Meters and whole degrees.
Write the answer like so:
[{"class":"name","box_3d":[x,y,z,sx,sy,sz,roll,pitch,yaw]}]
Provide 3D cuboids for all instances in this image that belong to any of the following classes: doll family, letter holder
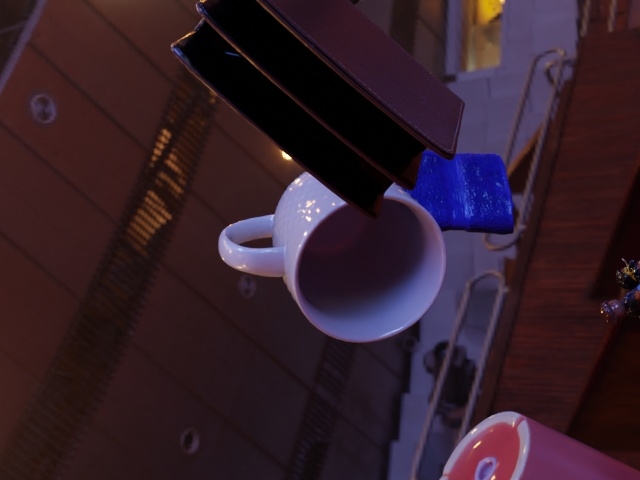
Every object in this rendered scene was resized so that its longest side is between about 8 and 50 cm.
[{"class":"doll family","box_3d":[0.348,0.045,0.963,0.193,0.111,0.076,24,-136,-56]},{"class":"letter holder","box_3d":[-0.007,-0.165,1.012,0.302,0.152,0.214,40,-156,-8]}]

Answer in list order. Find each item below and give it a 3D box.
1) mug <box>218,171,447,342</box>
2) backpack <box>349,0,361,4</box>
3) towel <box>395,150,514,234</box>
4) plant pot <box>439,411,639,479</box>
[{"class":"mug","box_3d":[0.000,0.000,1.711,0.374,0.328,0.276,-5,-69,-14]},{"class":"backpack","box_3d":[0.054,-0.521,1.712,0.188,0.144,0.166,-15,-92,-32]},{"class":"towel","box_3d":[0.266,-0.117,2.050,0.076,0.308,0.228,101,167,-48]},{"class":"plant pot","box_3d":[0.307,0.379,1.281,0.243,0.275,0.275,37,-129,-13]}]
